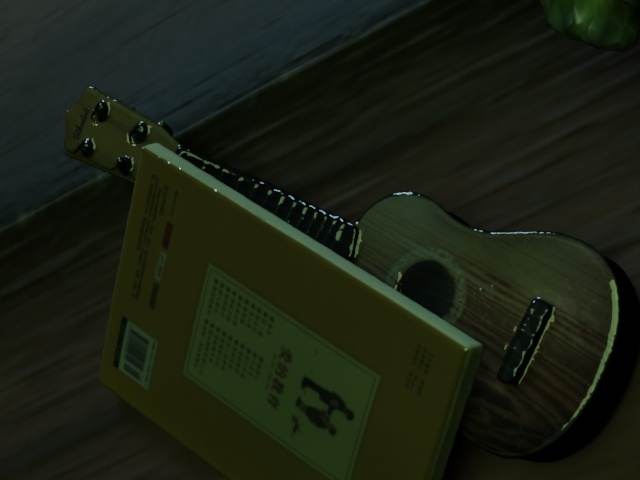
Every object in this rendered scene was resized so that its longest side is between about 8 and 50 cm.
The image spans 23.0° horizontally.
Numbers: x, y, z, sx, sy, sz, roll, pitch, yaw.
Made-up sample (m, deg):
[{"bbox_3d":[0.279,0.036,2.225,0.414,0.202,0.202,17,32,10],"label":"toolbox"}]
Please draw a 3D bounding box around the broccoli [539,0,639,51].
[{"bbox_3d":[0.156,-0.212,0.494,0.324,0.272,0.334,30,87,-8],"label":"broccoli"}]

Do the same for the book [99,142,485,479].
[{"bbox_3d":[-0.020,0.049,0.618,0.172,0.012,0.118,32,122,31],"label":"book"}]

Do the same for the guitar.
[{"bbox_3d":[0.000,0.000,0.630,0.271,0.038,0.084,26,92,30],"label":"guitar"}]
